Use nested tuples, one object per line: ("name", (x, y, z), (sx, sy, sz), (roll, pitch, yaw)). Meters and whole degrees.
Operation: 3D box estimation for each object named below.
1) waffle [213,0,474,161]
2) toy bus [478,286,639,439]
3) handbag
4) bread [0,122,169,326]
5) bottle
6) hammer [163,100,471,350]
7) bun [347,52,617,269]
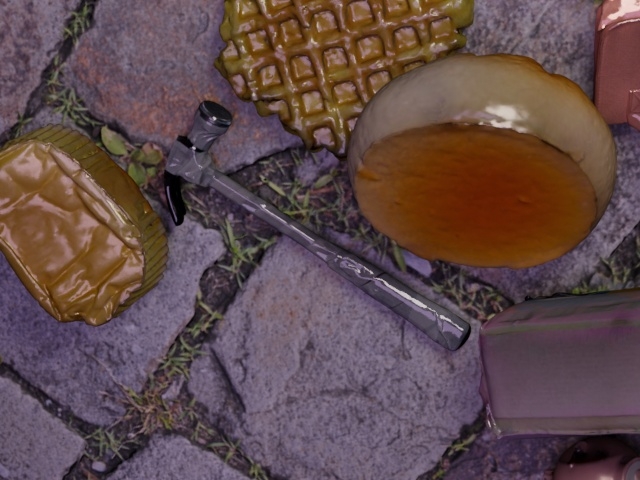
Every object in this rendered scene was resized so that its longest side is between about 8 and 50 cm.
("waffle", (0.023, -0.243, 1.841), (0.300, 0.058, 0.281), (-39, 97, 21))
("toy bus", (0.356, 0.138, 1.743), (0.386, 0.162, 0.171), (-9, 96, 41))
("handbag", (0.401, -0.187, 1.722), (0.212, 0.059, 0.157), (0, 131, 5))
("bread", (-0.301, -0.020, 1.958), (0.179, 0.133, 0.250), (-42, 95, 22))
("bottle", (0.346, 0.344, 1.910), (0.147, 0.147, 0.237), (-12, 97, 18))
("hammer", (0.000, 0.000, 1.936), (0.426, 0.044, 0.152), (31, 114, 3))
("bun", (0.181, -0.102, 1.775), (0.298, 0.165, 0.299), (10, 144, 7))
